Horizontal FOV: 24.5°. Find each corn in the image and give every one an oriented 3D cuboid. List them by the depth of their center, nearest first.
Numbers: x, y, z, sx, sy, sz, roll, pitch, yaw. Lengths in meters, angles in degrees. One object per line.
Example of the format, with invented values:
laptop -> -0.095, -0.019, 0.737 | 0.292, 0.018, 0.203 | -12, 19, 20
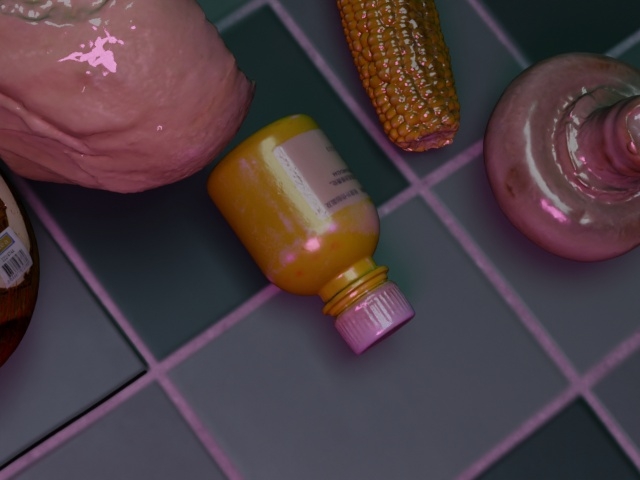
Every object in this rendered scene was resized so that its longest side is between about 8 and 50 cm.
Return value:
corn -> 0.062, -0.237, 1.456 | 0.101, 0.101, 0.310 | -7, 74, -14

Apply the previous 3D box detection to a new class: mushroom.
mushroom -> 0.251, -0.084, 1.394 | 0.206, 0.209, 0.206 | -2, 83, 13

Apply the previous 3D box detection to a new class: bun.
bun -> -0.239, -0.171, 1.244 | 0.364, 0.364, 0.202 | 43, 81, 5

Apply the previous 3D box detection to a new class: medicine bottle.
medicine bottle -> 0.000, 0.000, 1.348 | 0.122, 0.122, 0.212 | -32, 81, -19

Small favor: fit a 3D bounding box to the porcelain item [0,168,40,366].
porcelain item -> -0.368, 0.027, 1.239 | 0.253, 0.253, 0.253 | 4, 71, -10
